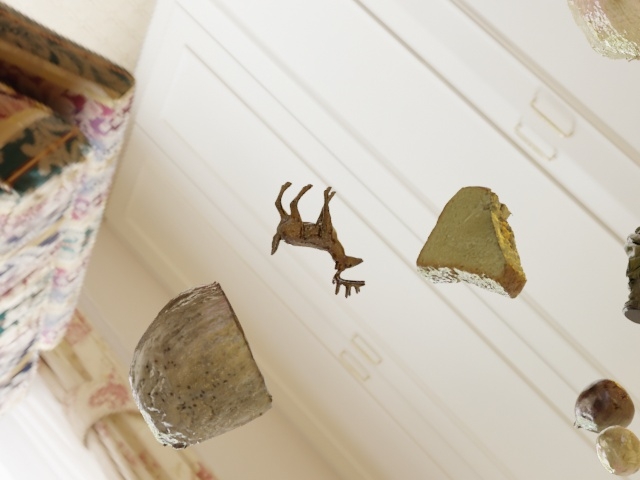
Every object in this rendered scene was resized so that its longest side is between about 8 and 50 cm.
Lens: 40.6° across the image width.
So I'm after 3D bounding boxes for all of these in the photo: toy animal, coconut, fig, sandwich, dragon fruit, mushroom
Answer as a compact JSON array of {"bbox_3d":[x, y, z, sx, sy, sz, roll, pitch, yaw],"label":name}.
[{"bbox_3d":[-0.006,0.001,2.035,0.243,0.260,0.087,7,174,-20],"label":"toy animal"},{"bbox_3d":[0.665,-0.536,1.804,0.297,0.254,0.297,-33,-159,15],"label":"coconut"},{"bbox_3d":[0.556,0.345,1.734,0.109,0.103,0.154,-75,-168,-47],"label":"fig"},{"bbox_3d":[0.374,-0.003,1.960,0.254,0.099,0.288,-53,-148,-16],"label":"sandwich"},{"bbox_3d":[-0.232,0.207,1.509,0.221,0.204,0.283,-28,-157,-7],"label":"dragon fruit"},{"bbox_3d":[0.493,0.344,1.420,0.067,0.083,0.083,-19,155,-30],"label":"mushroom"}]

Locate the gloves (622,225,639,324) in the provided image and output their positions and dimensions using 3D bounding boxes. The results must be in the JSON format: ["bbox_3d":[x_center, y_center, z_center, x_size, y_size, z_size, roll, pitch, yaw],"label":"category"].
[{"bbox_3d":[0.718,0.062,1.885,0.107,0.135,0.268,-33,-151,46],"label":"gloves"}]
